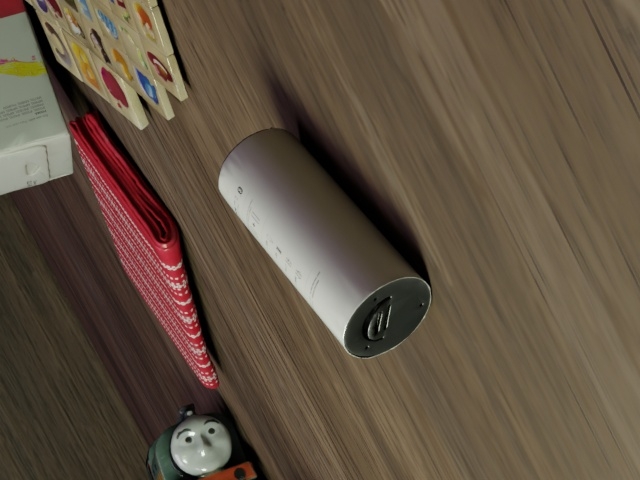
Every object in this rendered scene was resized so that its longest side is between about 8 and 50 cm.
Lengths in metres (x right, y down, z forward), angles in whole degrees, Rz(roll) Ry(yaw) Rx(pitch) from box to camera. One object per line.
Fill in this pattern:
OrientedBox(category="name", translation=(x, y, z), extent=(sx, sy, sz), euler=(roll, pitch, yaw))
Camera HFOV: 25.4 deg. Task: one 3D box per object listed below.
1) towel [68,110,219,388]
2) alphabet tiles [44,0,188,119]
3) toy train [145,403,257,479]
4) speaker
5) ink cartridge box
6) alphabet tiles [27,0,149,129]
OrientedBox(category="towel", translation=(-0.171, 0.014, 1.434), extent=(0.199, 0.031, 0.275), euler=(52, 164, 32))
OrientedBox(category="alphabet tiles", translation=(-0.170, -0.196, 1.010), extent=(0.237, 0.009, 0.198), euler=(41, 156, 41))
OrientedBox(category="toy train", translation=(-0.139, 0.305, 1.699), extent=(0.334, 0.142, 0.190), euler=(113, 136, -72))
OrientedBox(category="speaker", translation=(0.000, 0.000, 0.754), extent=(0.136, 0.055, 0.055), euler=(49, 162, 38))
OrientedBox(category="ink cartridge box", translation=(-0.337, -0.146, 1.440), extent=(0.128, 0.127, 0.176), euler=(115, 135, -72))
OrientedBox(category="alphabet tiles", translation=(-0.228, -0.253, 1.101), extent=(0.285, 0.011, 0.343), euler=(38, 154, 46))
